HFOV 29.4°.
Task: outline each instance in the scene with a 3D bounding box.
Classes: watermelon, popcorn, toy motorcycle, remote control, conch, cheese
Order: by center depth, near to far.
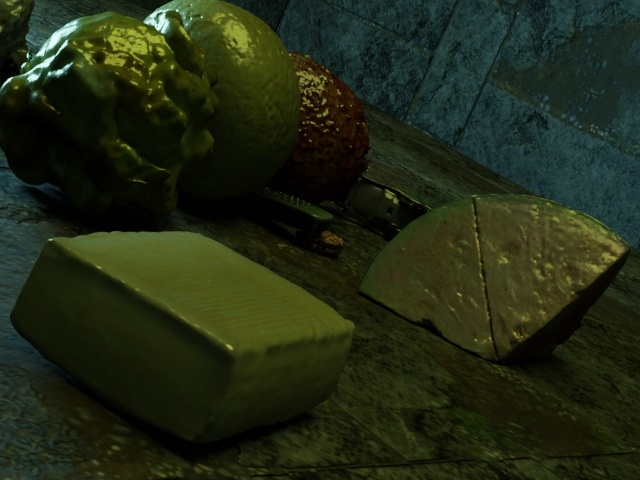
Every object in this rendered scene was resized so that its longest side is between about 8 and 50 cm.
[{"bbox_3d":[-0.126,0.086,1.211,0.242,0.124,0.265,33,14,22],"label":"cheese"},{"bbox_3d":[-0.278,-0.171,1.689,0.312,0.312,0.312,22,13,-5],"label":"popcorn"},{"bbox_3d":[0.267,0.077,1.913,0.292,0.319,0.222,35,-18,21],"label":"watermelon"},{"bbox_3d":[-0.074,-0.058,2.003,0.222,0.042,0.072,21,14,36],"label":"remote control"},{"bbox_3d":[-0.558,-0.363,2.025,0.186,0.241,0.313,39,1,5],"label":"conch"},{"bbox_3d":[0.111,-0.065,2.326,0.263,0.091,0.157,27,5,5],"label":"toy motorcycle"}]

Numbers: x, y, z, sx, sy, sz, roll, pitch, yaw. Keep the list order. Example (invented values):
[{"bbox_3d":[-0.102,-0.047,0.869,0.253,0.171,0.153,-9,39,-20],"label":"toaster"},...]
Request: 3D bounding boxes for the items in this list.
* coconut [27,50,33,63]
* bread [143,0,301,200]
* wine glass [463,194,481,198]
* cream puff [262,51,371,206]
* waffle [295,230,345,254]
[{"bbox_3d":[-0.498,-0.310,2.303,0.133,0.055,0.158,20,12,-9],"label":"coconut"},{"bbox_3d":[-0.181,-0.226,1.930,0.320,0.320,0.237,31,6,29],"label":"bread"},{"bbox_3d":[0.400,0.066,2.281,0.264,0.096,0.309,30,16,-32],"label":"wine glass"},{"bbox_3d":[-0.069,-0.216,2.173,0.350,0.229,0.350,9,39,-7],"label":"cream puff"},{"bbox_3d":[0.000,0.000,1.986,0.083,0.029,0.075,12,13,-27],"label":"waffle"}]
